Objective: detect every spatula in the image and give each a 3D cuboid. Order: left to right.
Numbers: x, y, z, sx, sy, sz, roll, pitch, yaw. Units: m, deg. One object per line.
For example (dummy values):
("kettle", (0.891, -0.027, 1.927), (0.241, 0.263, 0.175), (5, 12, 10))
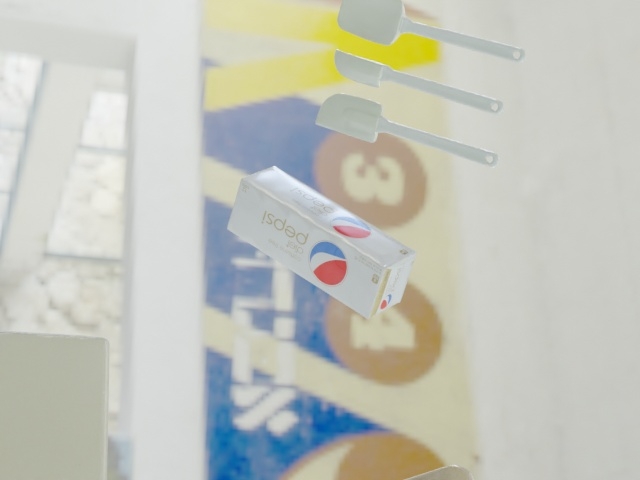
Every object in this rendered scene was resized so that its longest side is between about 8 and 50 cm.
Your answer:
("spatula", (0.111, -0.183, 1.779), (0.242, 0.019, 0.168), (19, -81, 29))

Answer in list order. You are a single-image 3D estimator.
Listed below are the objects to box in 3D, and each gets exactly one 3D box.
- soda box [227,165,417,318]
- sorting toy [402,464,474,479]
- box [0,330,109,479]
("soda box", (0.000, 0.000, 1.791), (0.216, 0.069, 0.074), (32, -58, 24))
("sorting toy", (0.088, 0.335, 1.534), (0.208, 0.038, 0.193), (-27, -110, 47))
("box", (-0.238, 0.240, 1.236), (0.148, 0.121, 0.311), (120, -29, -59))
